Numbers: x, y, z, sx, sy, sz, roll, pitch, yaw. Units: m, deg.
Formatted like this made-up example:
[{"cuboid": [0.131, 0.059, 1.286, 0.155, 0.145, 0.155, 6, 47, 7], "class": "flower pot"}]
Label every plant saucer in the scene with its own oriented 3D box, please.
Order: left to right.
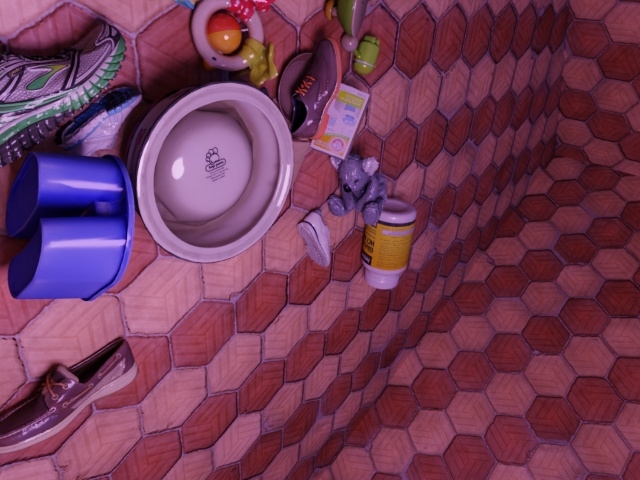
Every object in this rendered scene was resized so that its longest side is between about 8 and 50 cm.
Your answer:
[{"cuboid": [-0.053, -0.423, 1.281, 0.198, 0.036, 0.199, -29, 133, -36], "class": "plant saucer"}]

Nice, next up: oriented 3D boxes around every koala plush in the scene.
[{"cuboid": [0.120, -0.204, 1.515, 0.203, 0.196, 0.221, -59, 144, -24], "class": "koala plush"}]

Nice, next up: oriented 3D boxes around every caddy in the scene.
[{"cuboid": [-0.446, -0.019, 0.836, 0.179, 0.341, 0.242, 3, 70, -44], "class": "caddy"}]

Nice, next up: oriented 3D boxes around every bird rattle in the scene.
[{"cuboid": [-0.186, -0.478, 1.022, 0.206, 0.143, 0.254, -19, 124, -22], "class": "bird rattle"}]

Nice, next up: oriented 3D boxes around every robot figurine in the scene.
[{"cuboid": [0.141, -0.564, 1.398, 0.101, 0.067, 0.115, -2, 114, -55], "class": "robot figurine"}]

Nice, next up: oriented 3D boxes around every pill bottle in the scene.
[{"cuboid": [0.262, 0.016, 1.802, 0.187, 0.187, 0.334, -21, 127, -41], "class": "pill bottle"}]

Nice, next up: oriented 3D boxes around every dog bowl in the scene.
[{"cuboid": [-0.256, -0.162, 1.043, 0.407, 0.150, 0.408, -26, 129, -37], "class": "dog bowl"}]

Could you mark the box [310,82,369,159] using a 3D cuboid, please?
[{"cuboid": [0.061, -0.352, 1.368, 0.103, 0.114, 0.203, -41, 154, -81], "class": "box"}]

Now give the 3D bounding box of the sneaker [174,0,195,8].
[{"cuboid": [-0.249, -0.583, 0.879, 0.319, 0.127, 0.208, -39, 136, -14], "class": "sneaker"}]

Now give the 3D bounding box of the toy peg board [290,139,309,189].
[{"cuboid": [-0.136, -0.227, 1.288, 0.161, 0.079, 0.161, -10, 135, -46], "class": "toy peg board"}]

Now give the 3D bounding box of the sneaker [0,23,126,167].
[{"cuboid": [-0.481, -0.277, 0.784, 0.344, 0.134, 0.146, -52, 128, -25], "class": "sneaker"}]

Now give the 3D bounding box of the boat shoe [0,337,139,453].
[{"cuboid": [-0.593, 0.341, 1.056, 0.341, 0.123, 0.123, -27, 123, -43], "class": "boat shoe"}]

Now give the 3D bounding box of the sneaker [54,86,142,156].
[{"cuboid": [-0.436, -0.234, 0.927, 0.190, 0.071, 0.083, -43, 146, -12], "class": "sneaker"}]

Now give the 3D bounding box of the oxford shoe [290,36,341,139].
[{"cuboid": [-0.017, -0.407, 1.229, 0.098, 0.096, 0.272, -6, 117, -41], "class": "oxford shoe"}]

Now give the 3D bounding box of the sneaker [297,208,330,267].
[{"cuboid": [0.000, 0.000, 1.573, 0.095, 0.090, 0.235, -52, 144, -30], "class": "sneaker"}]

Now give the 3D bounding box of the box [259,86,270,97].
[{"cuboid": [-0.159, -0.353, 1.212, 0.067, 0.018, 0.083, -43, 139, -24], "class": "box"}]

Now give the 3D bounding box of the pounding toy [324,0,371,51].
[{"cuboid": [0.065, -0.651, 1.249, 0.237, 0.110, 0.183, 42, 65, -82], "class": "pounding toy"}]
